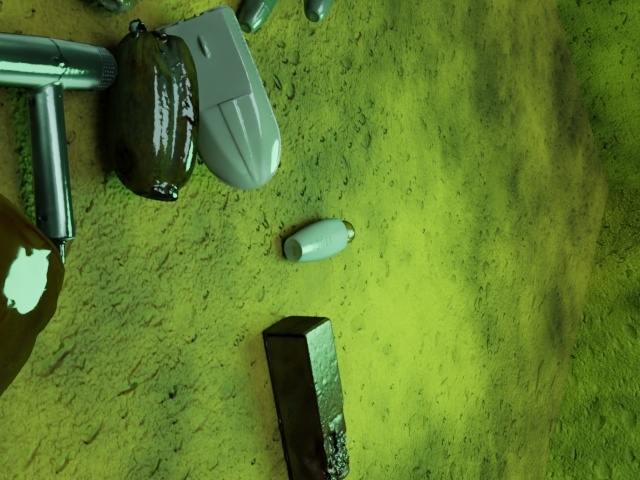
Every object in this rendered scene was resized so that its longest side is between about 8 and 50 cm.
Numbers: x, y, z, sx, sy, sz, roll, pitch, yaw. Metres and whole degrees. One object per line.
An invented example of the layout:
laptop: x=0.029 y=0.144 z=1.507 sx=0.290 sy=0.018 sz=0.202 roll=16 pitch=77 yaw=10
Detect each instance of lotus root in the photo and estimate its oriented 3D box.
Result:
lotus root: x=-0.230 y=-0.174 z=1.132 sx=0.124 sy=0.123 sz=0.241 roll=1 pitch=90 yaw=-26

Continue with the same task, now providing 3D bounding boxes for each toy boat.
toy boat: x=-0.152 y=-0.213 z=1.256 sx=0.141 sy=0.140 sz=0.269 roll=-47 pitch=126 yaw=-47

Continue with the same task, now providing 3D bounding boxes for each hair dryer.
hair dryer: x=-0.337 y=-0.123 z=0.938 sx=0.320 sy=0.155 sz=0.284 roll=3 pitch=73 yaw=-64

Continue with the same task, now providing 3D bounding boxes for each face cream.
face cream: x=0.000 y=0.000 z=1.536 sx=0.182 sy=0.051 sz=0.072 roll=-20 pitch=104 yaw=-54

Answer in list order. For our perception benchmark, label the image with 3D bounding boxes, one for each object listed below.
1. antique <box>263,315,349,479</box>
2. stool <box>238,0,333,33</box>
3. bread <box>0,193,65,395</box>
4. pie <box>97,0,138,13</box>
antique: x=-0.017 y=0.293 z=1.460 sx=0.087 sy=0.093 sz=0.310 roll=-26 pitch=110 yaw=-54
stool: x=-0.061 y=-0.474 z=1.335 sx=0.195 sy=0.195 sz=0.199 roll=57 pitch=46 yaw=-39
bread: x=-0.394 y=0.048 z=0.770 sx=0.279 sy=0.225 sz=0.250 roll=-64 pitch=148 yaw=-25
pie: x=-0.274 y=-0.408 z=1.110 sx=0.195 sy=0.046 sz=0.195 roll=2 pitch=90 yaw=-76
